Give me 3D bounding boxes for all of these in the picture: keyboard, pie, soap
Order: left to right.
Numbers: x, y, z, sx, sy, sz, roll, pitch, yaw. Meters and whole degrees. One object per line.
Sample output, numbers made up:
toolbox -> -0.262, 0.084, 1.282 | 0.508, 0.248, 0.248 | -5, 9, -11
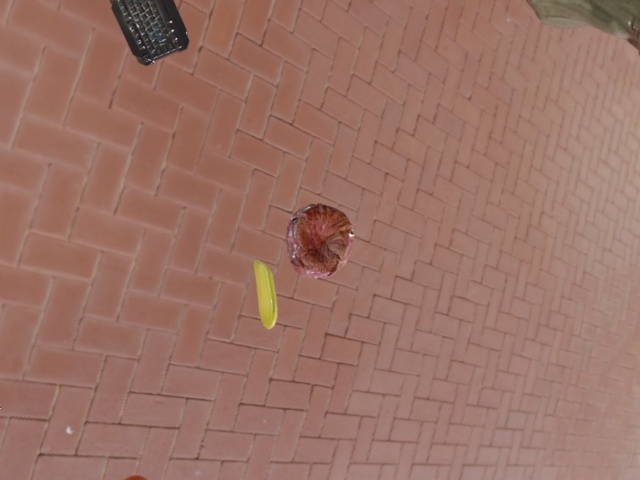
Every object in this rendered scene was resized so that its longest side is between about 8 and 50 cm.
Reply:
keyboard -> -0.314, -0.430, 0.893 | 0.106, 0.016, 0.262 | -21, 104, 7
soap -> -0.123, 0.116, 1.221 | 0.033, 0.089, 0.168 | 1, 68, -27
pie -> 0.000, 0.000, 1.063 | 0.154, 0.038, 0.153 | 3, 81, -17

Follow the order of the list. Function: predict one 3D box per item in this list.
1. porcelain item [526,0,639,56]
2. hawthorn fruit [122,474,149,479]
porcelain item -> 0.194, -0.193, 0.396 | 0.069, 0.215, 0.081 | -28, 134, -16
hawthorn fruit -> -0.340, 0.495, 0.949 | 0.133, 0.133, 0.138 | -25, 67, -32
